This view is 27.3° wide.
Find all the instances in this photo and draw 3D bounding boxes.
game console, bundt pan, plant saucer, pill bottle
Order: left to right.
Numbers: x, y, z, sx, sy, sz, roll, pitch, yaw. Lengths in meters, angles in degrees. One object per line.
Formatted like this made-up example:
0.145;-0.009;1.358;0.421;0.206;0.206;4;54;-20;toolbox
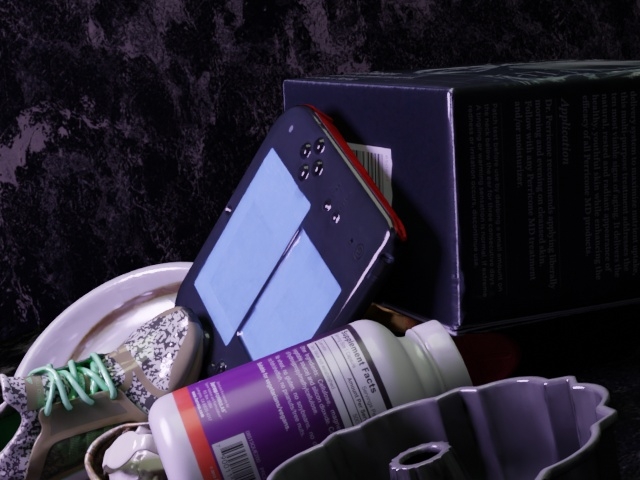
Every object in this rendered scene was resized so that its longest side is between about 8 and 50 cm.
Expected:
-0.255;0.208;1.892;0.400;0.100;0.400;-16;41;15;plant saucer
-0.056;0.050;1.665;0.060;0.387;0.342;18;25;-30;game console
-0.005;0.198;1.384;0.323;0.182;0.181;-20;8;-9;pill bottle
0.103;0.232;1.093;0.330;0.124;0.331;-20;7;3;bundt pan

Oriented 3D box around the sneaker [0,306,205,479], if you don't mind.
-0.328;0.216;1.694;0.410;0.182;0.158;-40;48;-5;sneaker

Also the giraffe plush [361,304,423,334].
0.042;0.110;2.020;0.170;0.210;0.181;-52;-8;-30;giraffe plush

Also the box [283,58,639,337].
0.258;-0.086;1.760;0.471;0.297;0.480;-6;10;-25;box

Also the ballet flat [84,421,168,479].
-0.150;0.253;1.558;0.348;0.123;0.123;-16;8;39;ballet flat

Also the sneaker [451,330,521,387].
0.172;0.139;1.676;0.221;0.087;0.128;-12;11;35;sneaker
